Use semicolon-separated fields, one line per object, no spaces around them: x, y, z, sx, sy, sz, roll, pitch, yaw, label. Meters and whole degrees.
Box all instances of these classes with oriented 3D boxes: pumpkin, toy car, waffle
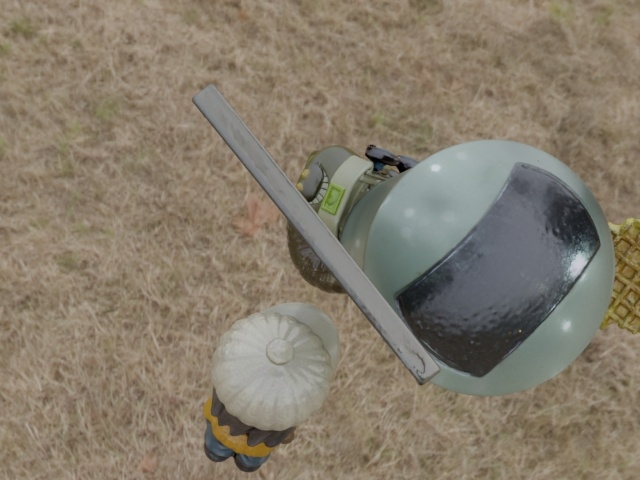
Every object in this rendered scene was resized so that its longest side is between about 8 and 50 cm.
0.039;-0.011;1.459;0.260;0.260;0.189;37;28;14;pumpkin
0.043;-0.078;1.252;0.198;0.204;0.248;29;12;34;toy car
0.628;0.073;1.452;0.059;0.244;0.237;-5;87;-52;waffle

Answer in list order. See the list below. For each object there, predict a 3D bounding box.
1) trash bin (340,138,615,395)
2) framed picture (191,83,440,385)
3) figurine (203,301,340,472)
0.170;0.024;0.934;0.281;0.432;0.280;0;93;-6;trash bin
0.000;0.000;0.597;0.024;0.315;0.232;-38;89;-1;framed picture
-0.094;0.252;1.119;0.185;0.332;0.204;20;27;-6;figurine
